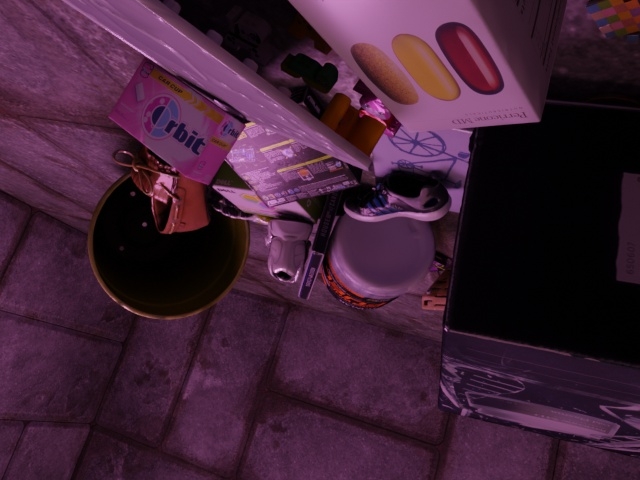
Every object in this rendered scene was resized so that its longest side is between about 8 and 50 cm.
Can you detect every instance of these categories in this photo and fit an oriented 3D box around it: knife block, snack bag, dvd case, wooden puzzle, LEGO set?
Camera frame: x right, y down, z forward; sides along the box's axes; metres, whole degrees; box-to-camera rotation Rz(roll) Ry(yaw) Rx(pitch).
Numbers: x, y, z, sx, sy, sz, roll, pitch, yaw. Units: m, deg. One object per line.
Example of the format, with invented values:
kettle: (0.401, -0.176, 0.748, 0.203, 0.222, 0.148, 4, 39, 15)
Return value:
knife block: (0.375, 0.129, 1.139, 0.242, 0.276, 0.088, 54, 153, -14)
snack bag: (0.243, -0.105, 0.821, 0.343, 0.037, 0.323, 15, 166, 13)
dvd case: (0.000, 0.000, 1.102, 0.030, 0.179, 0.238, 17, 152, -1)
wooden puzzle: (0.274, -0.205, 0.477, 0.083, 0.006, 0.049, 29, 162, -36)
LEGO set: (0.007, -0.219, 0.569, 0.227, 0.087, 0.093, 31, 161, 9)

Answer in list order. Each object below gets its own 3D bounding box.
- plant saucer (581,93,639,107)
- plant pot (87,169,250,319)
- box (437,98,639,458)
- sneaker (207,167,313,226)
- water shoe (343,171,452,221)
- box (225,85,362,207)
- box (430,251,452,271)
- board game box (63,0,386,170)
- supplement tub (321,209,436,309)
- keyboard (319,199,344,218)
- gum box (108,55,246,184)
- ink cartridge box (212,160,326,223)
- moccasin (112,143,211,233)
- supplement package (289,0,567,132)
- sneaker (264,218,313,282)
plant saucer: (0.332, -0.145, 0.608, 0.083, 0.015, 0.083, 16, 166, 4)
plant pot: (-0.418, -0.023, 1.353, 0.366, 0.366, 0.353, 27, 174, -31)
box: (0.411, 0.096, 0.680, 0.480, 0.297, 0.471, 9, 157, 16)
sneaker: (-0.146, -0.079, 1.216, 0.275, 0.107, 0.110, 24, 171, -4)
water shoe: (0.119, -0.081, 0.886, 0.203, 0.073, 0.080, 2, 138, 38)
box: (-0.056, -0.139, 0.853, 0.191, 0.045, 0.184, -12, 136, 30)
box: (0.244, 0.039, 1.353, 0.162, 0.029, 0.116, 26, 163, -24)
board game box: (-0.166, -0.227, 0.556, 0.390, 0.050, 0.390, 29, -176, -37)
supplement tub: (0.110, 0.041, 1.165, 0.207, 0.207, 0.338, 18, 165, 0)
keyboard: (-0.026, -0.074, 1.268, 0.108, 0.023, 0.180, 27, 162, -30)
gum box: (-0.219, -0.181, 0.795, 0.188, 0.107, 0.062, 36, -173, 19)
ink cartridge box: (-0.121, -0.134, 1.013, 0.189, 0.097, 0.255, 10, 164, 27)
moccasin: (-0.304, -0.132, 1.021, 0.139, 0.147, 0.380, 58, 160, 17)
supplement package: (0.087, -0.209, 0.425, 0.139, 0.133, 0.244, 4, 160, 42)
sneaker: (-0.076, 0.036, 1.165, 0.110, 0.118, 0.292, 5, 170, 0)
